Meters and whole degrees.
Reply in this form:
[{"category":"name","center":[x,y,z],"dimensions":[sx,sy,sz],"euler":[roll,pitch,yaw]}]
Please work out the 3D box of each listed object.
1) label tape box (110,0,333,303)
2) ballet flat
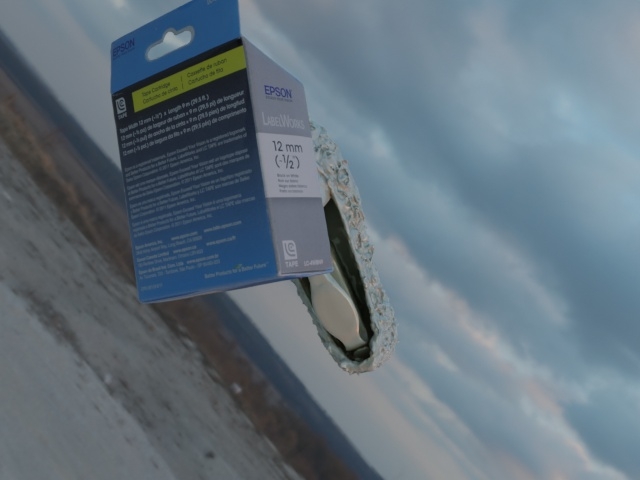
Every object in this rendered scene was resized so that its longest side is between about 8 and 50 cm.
[{"category":"label tape box","center":[-0.134,-0.109,1.021],"dimensions":[0.115,0.249,0.347],"euler":[-1,81,-52]},{"category":"ballet flat","center":[0.000,0.000,1.106],"dimensions":[0.408,0.147,0.147],"euler":[65,-10,-6]}]
